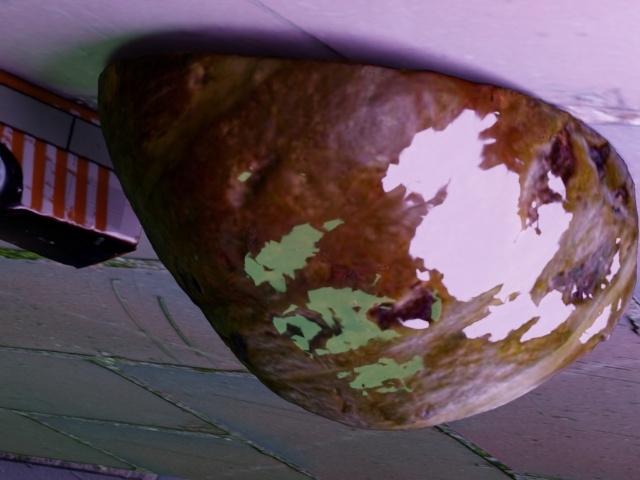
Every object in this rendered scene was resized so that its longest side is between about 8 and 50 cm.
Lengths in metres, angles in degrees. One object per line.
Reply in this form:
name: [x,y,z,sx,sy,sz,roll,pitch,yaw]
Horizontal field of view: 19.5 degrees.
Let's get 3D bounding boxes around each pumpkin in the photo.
pumpkin: [0.000,0.000,0.973,0.312,0.169,0.148,8,166,17]

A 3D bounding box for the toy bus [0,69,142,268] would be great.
toy bus: [-0.282,-0.083,1.052,0.409,0.092,0.093,24,159,-33]
